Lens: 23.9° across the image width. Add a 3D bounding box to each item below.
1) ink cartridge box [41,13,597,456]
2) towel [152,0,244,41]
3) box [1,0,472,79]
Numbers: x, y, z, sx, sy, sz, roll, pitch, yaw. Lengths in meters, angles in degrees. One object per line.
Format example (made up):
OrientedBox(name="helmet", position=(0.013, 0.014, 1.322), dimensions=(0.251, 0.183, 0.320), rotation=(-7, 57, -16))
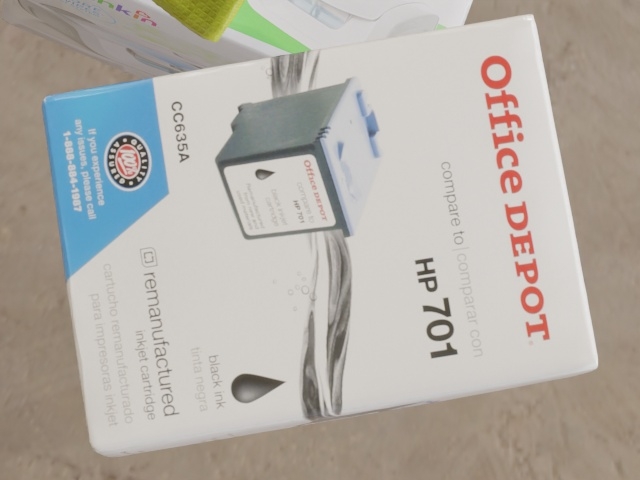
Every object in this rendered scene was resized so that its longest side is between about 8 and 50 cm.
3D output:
OrientedBox(name="ink cartridge box", position=(0.000, 0.000, 0.592), dimensions=(0.190, 0.082, 0.140), rotation=(-10, 83, 3))
OrientedBox(name="towel", position=(-0.028, -0.195, 0.616), dimensions=(0.102, 0.021, 0.237), rotation=(38, 124, 0))
OrientedBox(name="box", position=(-0.058, -0.167, 0.968), dimensions=(0.262, 0.231, 0.127), rotation=(22, 84, -12))
